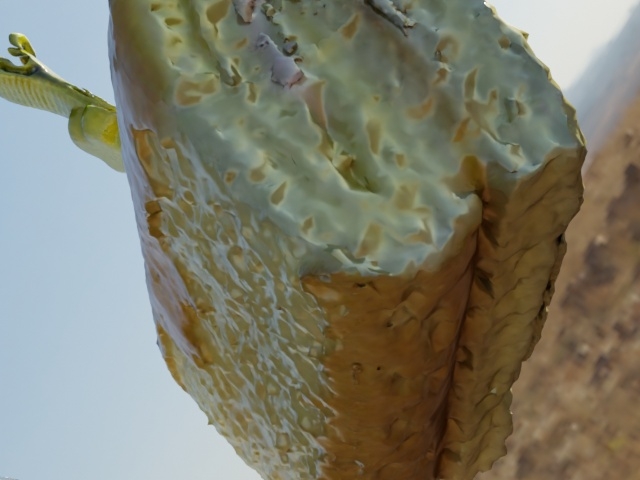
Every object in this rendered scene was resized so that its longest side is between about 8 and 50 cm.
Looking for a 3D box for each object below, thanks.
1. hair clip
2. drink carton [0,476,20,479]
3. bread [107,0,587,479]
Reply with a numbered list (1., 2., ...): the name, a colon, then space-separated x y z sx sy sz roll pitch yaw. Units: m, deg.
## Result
1. hair clip: -0.159 -0.088 1.032 0.046 0.173 0.072 -53 -17 -15
2. drink carton: -0.250 0.217 0.787 0.132 0.324 0.194 31 99 55
3. bread: 0.000 0.000 0.765 0.165 0.236 0.375 -35 -25 -18
